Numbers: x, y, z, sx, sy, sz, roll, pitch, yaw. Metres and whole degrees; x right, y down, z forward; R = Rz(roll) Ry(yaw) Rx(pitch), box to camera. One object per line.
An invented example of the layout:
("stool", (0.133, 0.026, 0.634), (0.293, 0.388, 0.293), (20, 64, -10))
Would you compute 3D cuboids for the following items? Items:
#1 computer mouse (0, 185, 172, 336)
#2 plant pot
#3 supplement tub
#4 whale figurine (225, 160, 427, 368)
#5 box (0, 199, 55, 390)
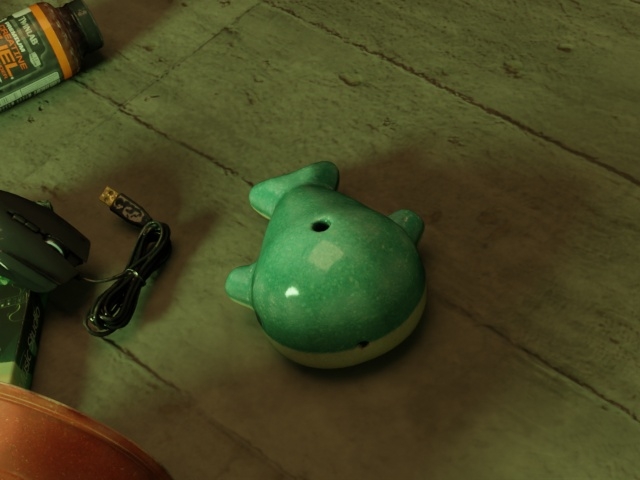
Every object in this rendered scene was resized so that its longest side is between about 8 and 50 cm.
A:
("computer mouse", (-0.288, -0.020, 1.470), (0.262, 0.060, 0.184), (26, 47, 9))
("plant pot", (-0.288, 0.288, 1.118), (0.272, 0.272, 0.265), (7, 57, 20))
("supplement tub", (-0.379, -0.236, 1.728), (0.198, 0.106, 0.106), (-29, 47, -13))
("whale figurine", (0.000, 0.000, 1.381), (0.216, 0.141, 0.272), (-19, 45, -3))
("box", (-0.416, 0.096, 1.457), (0.232, 0.058, 0.322), (-7, 47, 8))
